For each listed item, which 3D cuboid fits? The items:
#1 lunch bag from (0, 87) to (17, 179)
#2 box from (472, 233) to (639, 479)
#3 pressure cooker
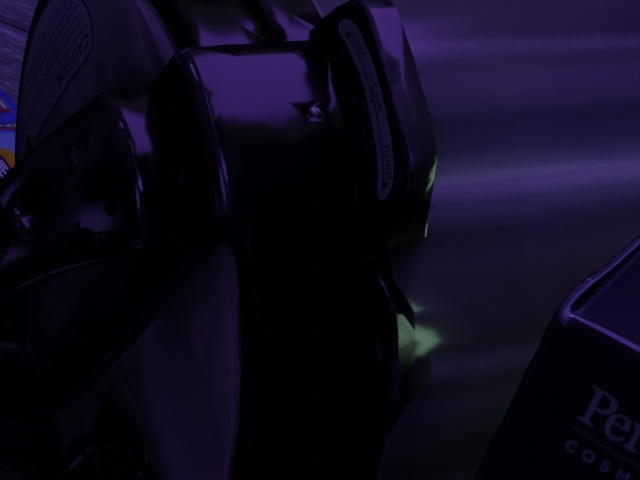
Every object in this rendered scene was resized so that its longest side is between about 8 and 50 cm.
[{"bbox_3d":[-0.303,-0.041,0.934,0.293,0.138,0.221,40,19,11],"label":"lunch bag"},{"bbox_3d":[0.185,0.216,0.415,0.343,0.312,0.179,28,17,17],"label":"box"},{"bbox_3d":[0.002,0.005,0.666,0.420,0.370,0.375,-8,31,-28],"label":"pressure cooker"}]
